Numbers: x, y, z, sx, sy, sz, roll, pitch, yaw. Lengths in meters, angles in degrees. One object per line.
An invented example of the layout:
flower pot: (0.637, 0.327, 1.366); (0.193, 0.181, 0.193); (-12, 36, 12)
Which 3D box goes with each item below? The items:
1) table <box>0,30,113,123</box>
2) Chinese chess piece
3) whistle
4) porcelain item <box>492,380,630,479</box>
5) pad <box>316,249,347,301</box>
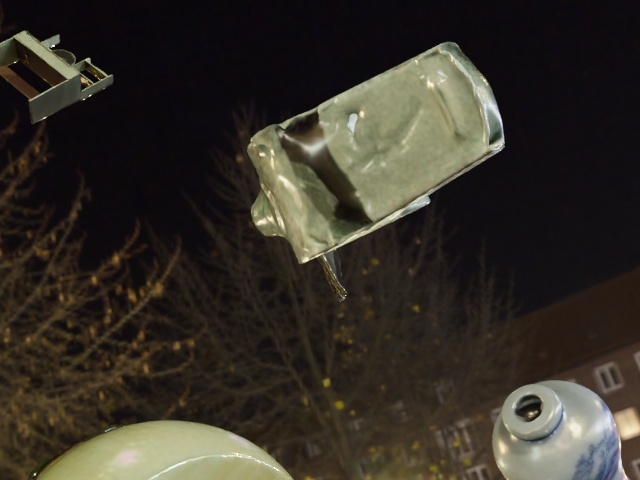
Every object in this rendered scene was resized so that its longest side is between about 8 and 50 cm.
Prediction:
table: (-0.463, -0.289, 1.684); (0.175, 0.146, 0.062); (-38, -25, -34)
Chinese chess piece: (-0.158, 0.349, 0.967); (0.349, 0.349, 0.146); (6, 0, -42)
whistle: (0.044, -0.096, 1.208); (0.188, 0.168, 0.405); (-25, -2, -22)
porcelain item: (0.291, 0.256, 1.170); (0.141, 0.141, 0.259); (-25, -47, 17)
pad: (-0.001, 0.000, 1.846); (0.022, 0.174, 0.233); (-27, 18, 6)
